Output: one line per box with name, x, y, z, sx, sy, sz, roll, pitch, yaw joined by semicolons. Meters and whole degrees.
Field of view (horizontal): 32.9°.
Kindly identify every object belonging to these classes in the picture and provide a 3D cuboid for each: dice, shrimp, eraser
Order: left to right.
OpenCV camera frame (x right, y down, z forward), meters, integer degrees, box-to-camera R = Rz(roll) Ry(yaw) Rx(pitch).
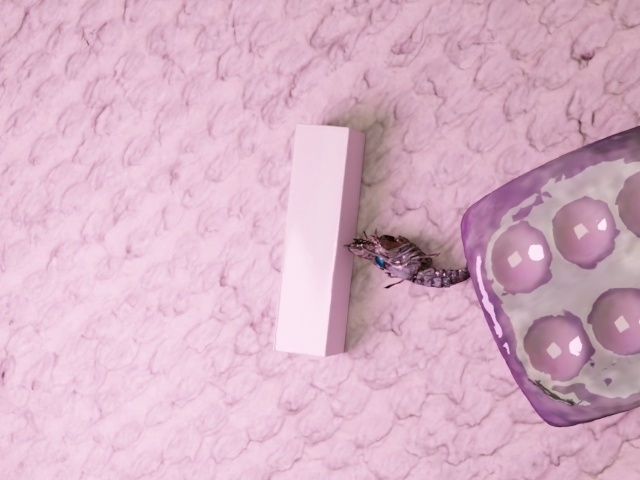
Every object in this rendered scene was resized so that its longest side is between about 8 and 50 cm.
eraser;-0.001;0.000;1.425;0.076;0.078;0.298;6;91;20
shrimp;0.116;0.028;1.385;0.174;0.082;0.076;9;87;13
dice;0.327;0.039;1.205;0.270;0.271;0.270;-25;81;17
